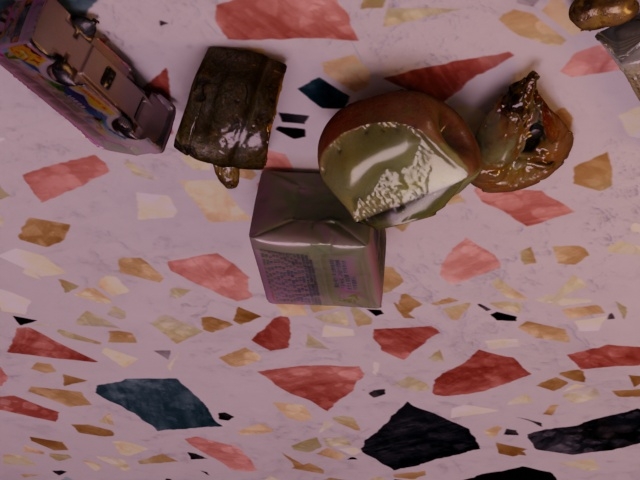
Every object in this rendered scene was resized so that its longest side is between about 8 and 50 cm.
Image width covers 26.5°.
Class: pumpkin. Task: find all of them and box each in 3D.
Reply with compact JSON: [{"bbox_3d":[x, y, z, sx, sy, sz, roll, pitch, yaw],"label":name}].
[{"bbox_3d":[-0.128,-0.142,1.834,0.131,0.126,0.248,11,150,-1],"label":"pumpkin"}]

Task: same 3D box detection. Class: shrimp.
[{"bbox_3d":[0.270,-0.139,1.811,0.145,0.061,0.267,-2,146,-1],"label":"shrimp"}]

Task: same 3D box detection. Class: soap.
[{"bbox_3d":[0.000,0.000,2.031,0.182,0.138,0.199,1,149,9],"label":"soap"}]

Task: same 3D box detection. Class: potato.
[{"bbox_3d":[0.331,-0.271,1.589,0.083,0.040,0.051,-7,159,26],"label":"potato"}]

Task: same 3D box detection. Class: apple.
[{"bbox_3d":[0.105,-0.111,1.792,0.188,0.174,0.207,-33,131,22],"label":"apple"}]

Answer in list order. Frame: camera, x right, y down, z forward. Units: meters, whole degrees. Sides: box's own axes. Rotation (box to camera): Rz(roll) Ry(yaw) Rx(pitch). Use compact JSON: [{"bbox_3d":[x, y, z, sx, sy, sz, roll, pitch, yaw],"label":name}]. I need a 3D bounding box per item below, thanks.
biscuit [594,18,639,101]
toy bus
[{"bbox_3d":[0.469,-0.185,1.667,0.186,0.079,0.309,-7,145,28],"label":"biscuit"},{"bbox_3d":[-0.312,-0.213,1.797,0.112,0.090,0.274,-5,148,34],"label":"toy bus"}]
